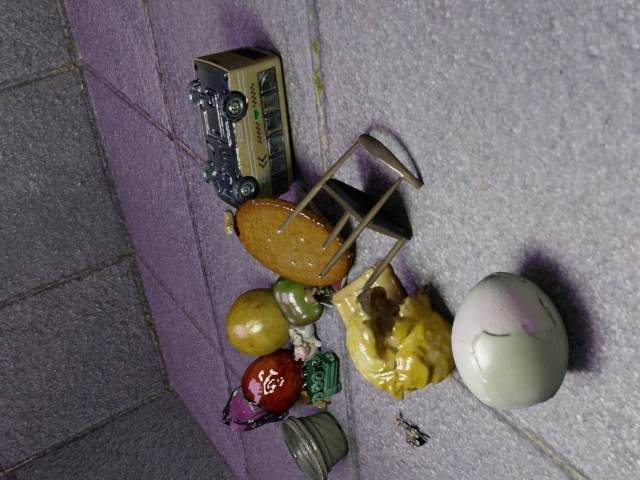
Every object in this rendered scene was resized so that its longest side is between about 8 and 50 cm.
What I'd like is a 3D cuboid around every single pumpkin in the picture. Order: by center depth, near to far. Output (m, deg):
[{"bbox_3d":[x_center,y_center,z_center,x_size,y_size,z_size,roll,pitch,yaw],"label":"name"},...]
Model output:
[{"bbox_3d":[-0.019,0.481,2.294,0.101,0.035,0.073,15,149,0],"label":"pumpkin"}]

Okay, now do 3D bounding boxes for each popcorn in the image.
[{"bbox_3d":[0.153,0.205,1.512,0.190,0.191,0.254,-23,100,55],"label":"popcorn"}]

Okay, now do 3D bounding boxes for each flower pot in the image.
[{"bbox_3d":[-0.007,0.616,2.293,0.235,0.140,0.236,48,152,37],"label":"flower pot"}]

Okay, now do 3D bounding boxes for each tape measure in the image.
[{"bbox_3d":[-0.202,0.541,2.493,0.149,0.245,0.231,58,139,20],"label":"tape measure"}]

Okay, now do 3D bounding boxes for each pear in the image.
[{"bbox_3d":[-0.186,0.248,2.251,0.209,0.208,0.209,45,149,38],"label":"pear"}]

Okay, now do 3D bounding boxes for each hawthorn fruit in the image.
[{"bbox_3d":[-0.133,0.414,2.302,0.189,0.189,0.251,47,114,36],"label":"hawthorn fruit"}]

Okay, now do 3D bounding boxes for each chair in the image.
[{"bbox_3d":[0.082,-0.059,1.497,0.272,0.166,0.188,-54,51,13],"label":"chair"}]

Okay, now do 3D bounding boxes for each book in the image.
[{"bbox_3d":[0.000,0.000,1.861,0.232,0.022,0.162,52,150,28],"label":"book"}]

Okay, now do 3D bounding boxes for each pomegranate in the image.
[{"bbox_3d":[-0.035,0.140,1.947,0.191,0.131,0.152,-23,99,52],"label":"pomegranate"}]

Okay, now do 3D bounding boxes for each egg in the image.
[{"bbox_3d":[0.299,0.154,1.205,0.183,0.183,0.217,4,110,63],"label":"egg"}]

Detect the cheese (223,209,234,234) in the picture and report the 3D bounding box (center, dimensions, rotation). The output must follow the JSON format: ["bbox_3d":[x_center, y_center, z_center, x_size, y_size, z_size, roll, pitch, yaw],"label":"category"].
[{"bbox_3d":[-0.289,-0.055,2.388,0.044,0.030,0.083,47,144,48],"label":"cheese"}]

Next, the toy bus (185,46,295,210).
[{"bbox_3d":[-0.176,-0.258,1.775,0.177,0.201,0.366,29,135,43],"label":"toy bus"}]

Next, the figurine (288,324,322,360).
[{"bbox_3d":[-0.050,0.303,2.147,0.081,0.098,0.146,12,122,46],"label":"figurine"}]

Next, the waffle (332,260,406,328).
[{"bbox_3d":[0.118,0.161,1.726,0.168,0.057,0.274,62,155,8],"label":"waffle"}]

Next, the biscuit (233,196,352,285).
[{"bbox_3d":[-0.064,0.003,1.765,0.305,0.038,0.305,19,146,13],"label":"biscuit"}]

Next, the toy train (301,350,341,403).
[{"bbox_3d":[0.004,0.378,2.099,0.071,0.111,0.171,43,143,39],"label":"toy train"}]

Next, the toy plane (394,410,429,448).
[{"bbox_3d":[0.219,0.464,1.831,0.120,0.031,0.049,33,135,47],"label":"toy plane"}]
